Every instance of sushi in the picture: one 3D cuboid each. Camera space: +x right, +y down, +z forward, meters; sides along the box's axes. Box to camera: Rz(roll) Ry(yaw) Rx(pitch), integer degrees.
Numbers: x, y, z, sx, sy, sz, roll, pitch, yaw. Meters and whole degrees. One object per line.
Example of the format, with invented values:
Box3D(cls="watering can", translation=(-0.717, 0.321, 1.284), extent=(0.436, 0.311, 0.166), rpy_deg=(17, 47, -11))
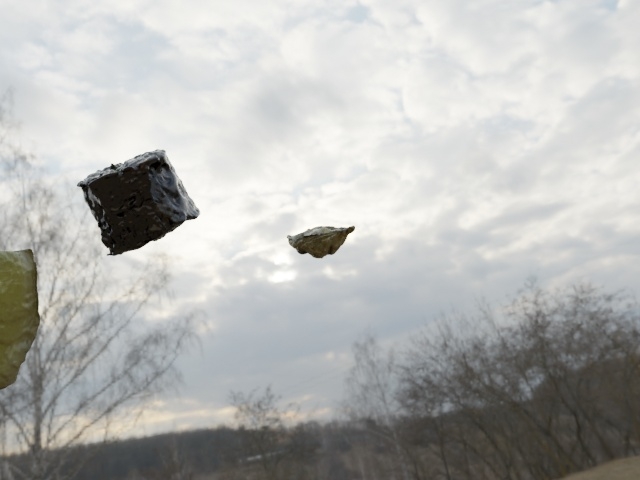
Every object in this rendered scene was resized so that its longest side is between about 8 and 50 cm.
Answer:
Box3D(cls="sushi", translation=(-0.173, -0.038, 0.614), extent=(0.094, 0.084, 0.098), rpy_deg=(-24, 13, 3))

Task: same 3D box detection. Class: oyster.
Box3D(cls="oyster", translation=(0.000, 0.000, 0.858), extent=(0.081, 0.038, 0.083), rpy_deg=(-22, 12, -17))

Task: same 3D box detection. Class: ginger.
Box3D(cls="ginger", translation=(-0.470, 0.111, 0.882), extent=(0.123, 0.193, 0.115), rpy_deg=(-16, -18, 37))
